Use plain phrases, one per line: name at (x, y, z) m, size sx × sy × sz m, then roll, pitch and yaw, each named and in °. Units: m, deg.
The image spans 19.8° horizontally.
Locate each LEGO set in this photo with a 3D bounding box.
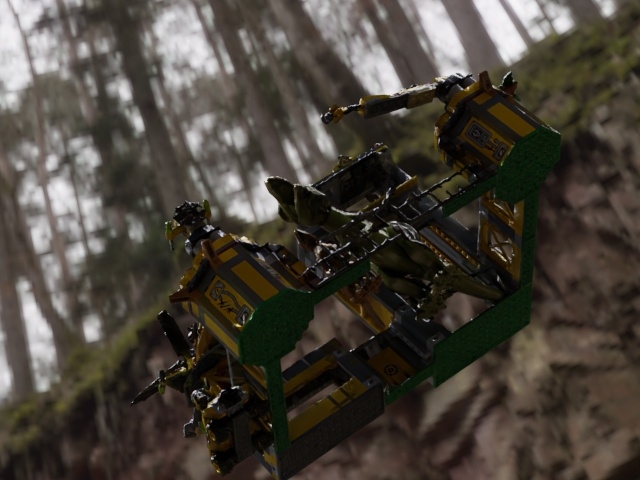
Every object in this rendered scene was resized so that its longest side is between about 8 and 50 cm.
LEGO set at (0.000, 0.000, 1.294) m, size 0.331 × 0.192 × 0.255 m, roll -37°, pitch -35°, yaw -17°
